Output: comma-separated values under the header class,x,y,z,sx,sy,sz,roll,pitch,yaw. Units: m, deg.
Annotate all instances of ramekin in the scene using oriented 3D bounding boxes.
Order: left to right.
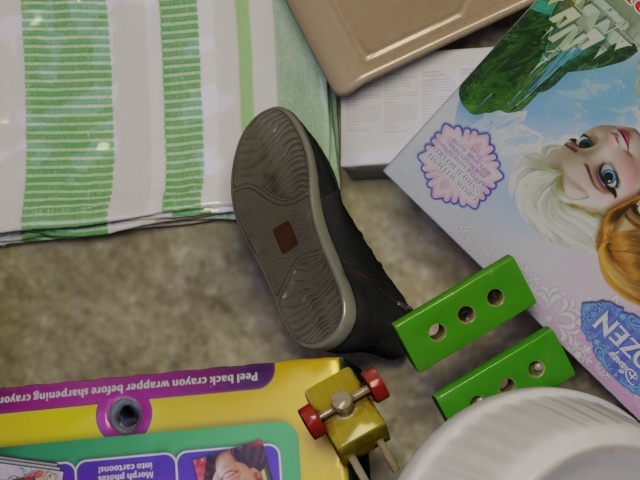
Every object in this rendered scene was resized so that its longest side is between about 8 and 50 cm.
class,x,y,z,sx,sy,sz,roll,pitch,yaw
ramekin,0.184,0.248,1.409,0.273,0.127,0.273,0,91,-23

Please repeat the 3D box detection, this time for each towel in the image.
class,x,y,z,sx,sy,sz,roll,pitch,yaw
towel,-0.147,-0.127,1.673,0.325,0.038,0.248,-7,77,11

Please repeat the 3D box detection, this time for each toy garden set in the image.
class,x,y,z,sx,sy,sz,roll,pitch,yaw
toy garden set,0.114,0.162,1.498,0.204,0.049,0.244,-30,104,-7

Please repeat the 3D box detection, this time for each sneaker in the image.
class,x,y,z,sx,sy,sz,roll,pitch,yaw
sneaker,0.000,0.000,1.582,0.083,0.118,0.222,-27,64,25

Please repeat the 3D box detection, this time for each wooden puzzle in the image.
class,x,y,z,sx,sy,sz,roll,pitch,yaw
wooden puzzle,0.081,-0.250,1.618,0.239,0.044,0.221,-28,58,3

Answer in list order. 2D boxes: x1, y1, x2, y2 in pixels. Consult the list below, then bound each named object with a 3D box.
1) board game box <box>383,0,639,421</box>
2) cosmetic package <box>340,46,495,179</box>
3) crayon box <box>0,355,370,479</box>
class,x,y,z,sx,sy,sz,roll,pitch,yaw
board game box,0.264,-0.058,1.459,0.319,0.066,0.318,44,116,6
cosmetic package,0.138,-0.109,1.593,0.239,0.060,0.099,-2,80,13
crayon box,-0.138,0.270,1.555,0.363,0.106,0.313,-6,79,10
